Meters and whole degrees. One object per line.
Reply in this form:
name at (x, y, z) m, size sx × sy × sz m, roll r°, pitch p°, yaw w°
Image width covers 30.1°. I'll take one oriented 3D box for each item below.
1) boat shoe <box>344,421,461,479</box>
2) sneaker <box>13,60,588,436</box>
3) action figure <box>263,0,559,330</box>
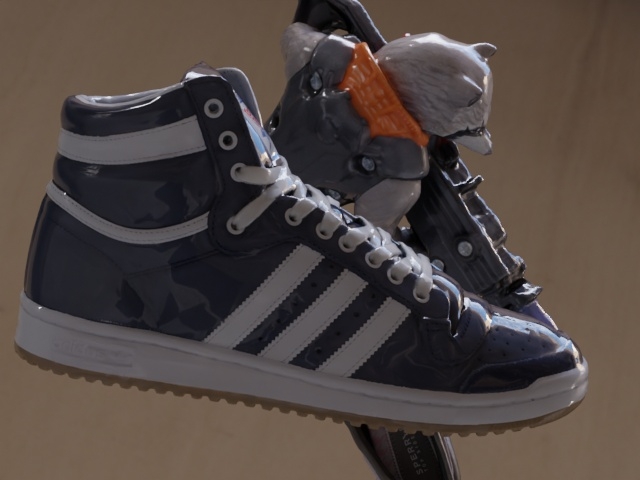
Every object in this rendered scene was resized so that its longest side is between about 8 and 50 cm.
boat shoe at (0.059, 0.138, 1.235) m, size 0.112 × 0.335 × 0.095 m, roll -25°, pitch -4°, yaw -6°
sneaker at (0.000, 0.000, 0.573) m, size 0.282 × 0.153 × 0.099 m, roll 8°, pitch 10°, yaw -3°
action figure at (0.013, -0.009, 0.852) m, size 0.341 × 0.178 × 0.330 m, roll 51°, pitch -59°, yaw 8°
